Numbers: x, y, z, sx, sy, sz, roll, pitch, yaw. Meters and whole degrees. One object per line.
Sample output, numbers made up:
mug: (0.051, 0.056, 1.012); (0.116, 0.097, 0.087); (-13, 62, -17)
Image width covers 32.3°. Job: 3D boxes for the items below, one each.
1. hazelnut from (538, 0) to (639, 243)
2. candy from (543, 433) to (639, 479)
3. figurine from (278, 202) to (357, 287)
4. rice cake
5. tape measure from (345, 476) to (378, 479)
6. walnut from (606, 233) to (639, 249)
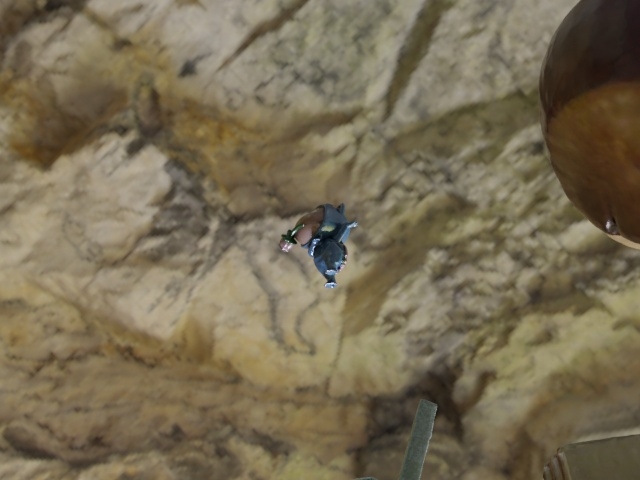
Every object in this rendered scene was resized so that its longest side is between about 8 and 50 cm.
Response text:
hazelnut: (0.525, -0.193, 1.615); (0.429, 0.402, 0.402); (59, -169, -27)
candy: (0.504, 0.369, 1.595); (0.135, 0.320, 0.180); (100, 163, -63)
figurine: (-0.005, 0.002, 2.231); (0.144, 0.114, 0.178); (6, -127, -20)
rice cake: (0.144, 0.318, 1.660); (0.033, 0.029, 0.171); (18, -122, 1)
tape measure: (0.062, 0.403, 1.581); (0.146, 0.080, 0.125); (57, -156, -68)
walnut: (0.656, -0.142, 2.171); (0.333, 0.333, 0.333); (43, -162, -17)
